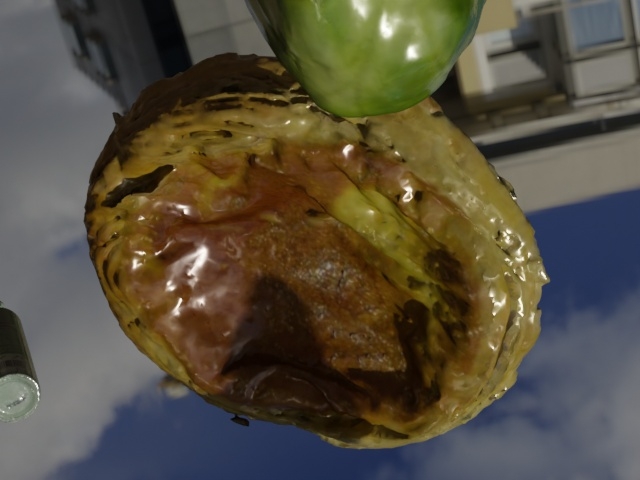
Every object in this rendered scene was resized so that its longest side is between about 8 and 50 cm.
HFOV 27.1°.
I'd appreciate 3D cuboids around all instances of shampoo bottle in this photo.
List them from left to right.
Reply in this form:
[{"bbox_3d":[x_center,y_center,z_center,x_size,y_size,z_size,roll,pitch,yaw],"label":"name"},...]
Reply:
[{"bbox_3d":[-0.356,0.123,1.470,0.065,0.065,0.204,-21,-150,-11],"label":"shampoo bottle"}]

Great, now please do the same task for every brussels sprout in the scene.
[{"bbox_3d":[0.019,-0.176,0.767,0.161,0.223,0.223,-10,-153,17],"label":"brussels sprout"}]

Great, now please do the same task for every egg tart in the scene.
[{"bbox_3d":[0.000,0.000,0.988,0.352,0.351,0.150,-5,-148,20],"label":"egg tart"}]
